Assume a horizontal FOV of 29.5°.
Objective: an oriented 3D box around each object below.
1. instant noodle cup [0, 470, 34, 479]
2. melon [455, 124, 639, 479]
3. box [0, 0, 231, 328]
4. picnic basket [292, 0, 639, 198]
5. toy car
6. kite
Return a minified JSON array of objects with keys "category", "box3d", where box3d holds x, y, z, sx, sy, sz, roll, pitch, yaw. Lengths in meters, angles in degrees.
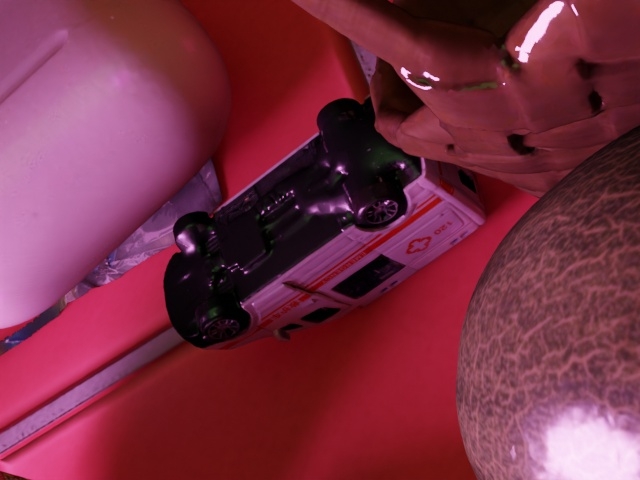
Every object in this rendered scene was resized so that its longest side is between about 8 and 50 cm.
[{"category":"instant noodle cup","box3d":[-0.221,0.258,0.753,0.193,0.193,0.212,12,81,38]},{"category":"melon","box3d":[0.201,0.050,0.514,0.302,0.237,0.237,-12,60,37]},{"category":"box","box3d":[-0.233,-0.111,0.958,0.289,0.141,0.349,-41,45,3]},{"category":"picnic basket","box3d":[0.076,-0.194,0.592,0.337,0.337,0.293,-5,60,33]},{"category":"toy car","box3d":[0.000,0.000,0.775,0.210,0.108,0.089,-36,53,19]},{"category":"kite","box3d":[-0.205,0.010,0.969,0.310,0.015,0.169,-44,50,6]}]
